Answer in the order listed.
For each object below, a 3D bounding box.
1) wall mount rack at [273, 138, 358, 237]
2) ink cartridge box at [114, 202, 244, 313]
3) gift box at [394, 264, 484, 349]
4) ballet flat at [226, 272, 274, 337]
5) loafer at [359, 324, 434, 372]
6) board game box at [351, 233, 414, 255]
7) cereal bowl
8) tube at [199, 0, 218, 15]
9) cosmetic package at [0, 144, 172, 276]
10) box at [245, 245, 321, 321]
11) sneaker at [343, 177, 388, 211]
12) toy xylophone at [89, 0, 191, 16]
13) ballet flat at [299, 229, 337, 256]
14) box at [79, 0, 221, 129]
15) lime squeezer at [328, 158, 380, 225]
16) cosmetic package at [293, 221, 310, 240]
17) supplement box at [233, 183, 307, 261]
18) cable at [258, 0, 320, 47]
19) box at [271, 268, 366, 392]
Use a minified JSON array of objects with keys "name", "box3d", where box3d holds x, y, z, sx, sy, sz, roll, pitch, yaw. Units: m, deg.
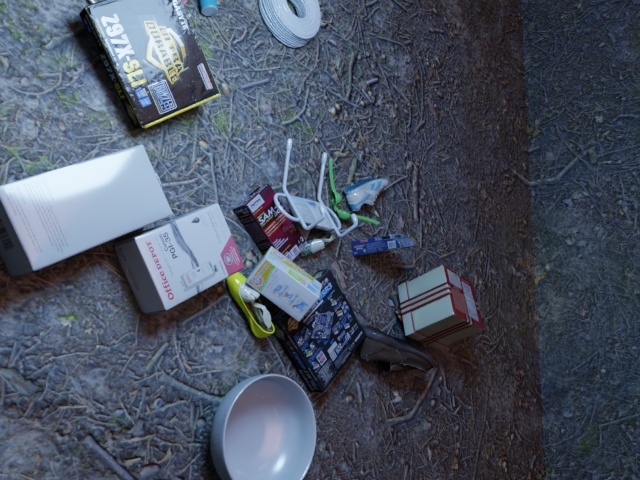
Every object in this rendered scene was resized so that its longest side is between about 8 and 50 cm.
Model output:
[{"name":"wall mount rack","box3d":[-0.020,-0.162,1.857,0.350,0.130,0.304,11,46,-55]},{"name":"ink cartridge box","box3d":[-0.371,0.046,1.508,0.283,0.117,0.207,-31,104,-45]},{"name":"gift box","box3d":[0.462,0.261,2.227,0.255,0.258,0.277,33,40,-34]},{"name":"ballet flat","box3d":[-0.201,0.188,1.681,0.077,0.077,0.231,-36,107,-42]},{"name":"loafer","box3d":[0.272,0.430,2.100,0.365,0.133,0.130,28,89,-28]},{"name":"board game box","box3d":[0.247,0.011,2.130,0.194,0.194,0.060,-7,87,-60]},{"name":"cereal bowl","box3d":[-0.176,0.546,1.583,0.338,0.141,0.339,11,74,-44]},{"name":"tube","box3d":[-0.363,-0.809,1.761,0.080,0.052,0.207,3,73,-55]},{"name":"cosmetic package","box3d":[-0.560,-0.076,1.315,0.365,0.155,0.197,-29,103,-46]},{"name":"box","box3d":[-0.108,0.129,1.695,0.203,0.103,0.114,37,17,-7]},{"name":"sneaker","box3d":[0.180,-0.183,2.157,0.228,0.087,0.092,-27,108,-38]},{"name":"toy xylophone","box3d":[-0.519,-0.686,1.544,0.322,0.081,0.236,42,54,-31]},{"name":"ballet flat","box3d":[0.000,0.000,1.934,0.188,0.070,0.070,-41,111,-41]},{"name":"box","box3d":[-0.447,-0.495,1.508,0.257,0.079,0.322,-32,114,-28]},{"name":"lime squeezer","box3d":[0.087,-0.144,2.038,0.310,0.110,0.059,51,13,-18]},{"name":"cosmetic package","box3d":[-0.063,-0.052,1.901,0.060,0.041,0.115,44,53,-28]},{"name":"supplement box","box3d":[-0.155,-0.042,1.783,0.239,0.073,0.130,57,47,-19]},{"name":"cable","box3d":[-0.102,-0.824,1.995,0.257,0.089,0.257,54,48,-23]},{"name":"box","box3d":[-0.001,0.295,1.868,0.295,0.073,0.293,-46,113,-41]}]
